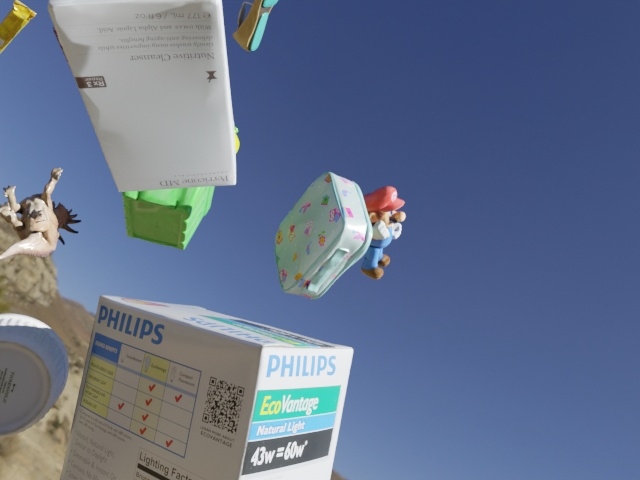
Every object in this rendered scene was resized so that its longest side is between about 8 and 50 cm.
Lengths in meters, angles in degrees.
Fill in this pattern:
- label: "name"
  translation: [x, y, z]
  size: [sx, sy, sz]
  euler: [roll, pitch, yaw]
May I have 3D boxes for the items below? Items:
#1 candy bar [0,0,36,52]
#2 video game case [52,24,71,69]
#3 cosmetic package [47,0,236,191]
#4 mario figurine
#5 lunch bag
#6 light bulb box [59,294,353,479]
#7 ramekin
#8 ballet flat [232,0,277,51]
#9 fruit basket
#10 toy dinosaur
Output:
- label: "candy bar"
  translation: [-0.615, -0.410, 1.144]
  size: [0.161, 0.018, 0.040]
  euler: [-25, -43, 33]
- label: "video game case"
  translation: [-0.499, -0.434, 1.426]
  size: [0.042, 0.210, 0.232]
  euler: [-110, -173, -49]
- label: "cosmetic package"
  translation: [-0.246, -0.249, 0.900]
  size: [0.217, 0.156, 0.385]
  euler: [-5, -32, -6]
- label: "mario figurine"
  translation: [0.220, -0.027, 1.919]
  size: [0.198, 0.169, 0.321]
  euler: [-114, -158, -53]
- label: "lunch bag"
  translation: [0.000, 0.000, 1.388]
  size: [0.107, 0.224, 0.279]
  euler: [15, -48, -33]
- label: "light bulb box"
  translation: [-0.179, 0.297, 0.882]
  size: [0.357, 0.362, 0.225]
  euler: [9, -4, 35]
- label: "ramekin"
  translation: [-0.548, 0.239, 1.009]
  size: [0.207, 0.207, 0.109]
  euler: [43, -9, -19]
- label: "ballet flat"
  translation: [-0.148, -0.567, 1.396]
  size: [0.073, 0.080, 0.232]
  euler: [37, -60, 6]
- label: "fruit basket"
  translation: [-0.387, -0.197, 1.607]
  size: [0.282, 0.393, 0.392]
  euler: [14, -21, -10]
- label: "toy dinosaur"
  translation: [-0.662, -0.033, 1.388]
  size: [0.127, 0.296, 0.201]
  euler: [-5, -45, -4]
